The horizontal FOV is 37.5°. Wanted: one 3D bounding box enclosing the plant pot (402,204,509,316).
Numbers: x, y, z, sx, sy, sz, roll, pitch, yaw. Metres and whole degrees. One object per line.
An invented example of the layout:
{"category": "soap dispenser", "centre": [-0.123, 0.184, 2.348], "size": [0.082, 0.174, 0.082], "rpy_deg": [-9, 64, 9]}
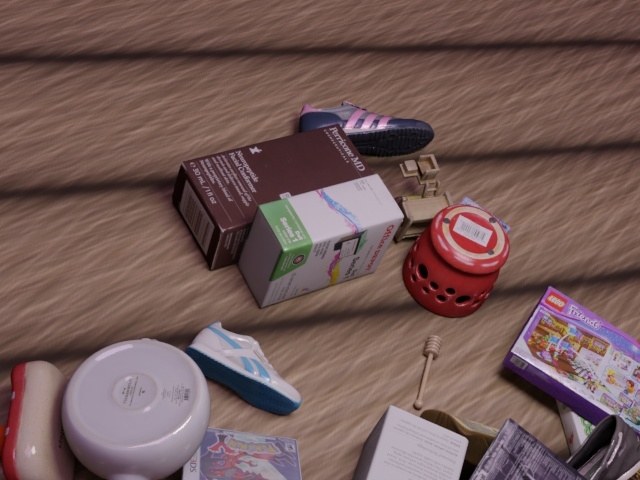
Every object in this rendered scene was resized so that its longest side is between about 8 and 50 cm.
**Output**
{"category": "plant pot", "centre": [0.282, 0.036, 1.936], "size": [0.191, 0.174, 0.191], "rpy_deg": [8, 54, -11]}

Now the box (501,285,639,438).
{"category": "box", "centre": [0.530, 0.244, 1.858], "size": [0.293, 0.057, 0.201], "rpy_deg": [33, 53, 11]}

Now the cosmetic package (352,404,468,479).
{"category": "cosmetic package", "centre": [0.140, 0.415, 1.609], "size": [0.151, 0.151, 0.184], "rpy_deg": [23, 51, 0]}

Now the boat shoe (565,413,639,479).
{"category": "boat shoe", "centre": [0.439, 0.439, 1.671], "size": [0.335, 0.112, 0.096], "rpy_deg": [-37, 107, -21]}

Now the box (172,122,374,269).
{"category": "box", "centre": [-0.088, -0.096, 1.941], "size": [0.381, 0.143, 0.191], "rpy_deg": [-18, 60, -30]}

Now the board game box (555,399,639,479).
{"category": "board game box", "centre": [0.570, 0.341, 1.868], "size": [0.192, 0.053, 0.305], "rpy_deg": [3, 53, -15]}

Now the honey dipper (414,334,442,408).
{"category": "honey dipper", "centre": [0.208, 0.257, 1.833], "size": [0.030, 0.030, 0.161], "rpy_deg": [20, 52, -2]}

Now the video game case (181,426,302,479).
{"category": "video game case", "centre": [-0.131, 0.380, 1.579], "size": [0.201, 0.023, 0.183], "rpy_deg": [11, 23, -11]}

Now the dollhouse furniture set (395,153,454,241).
{"category": "dollhouse furniture set", "centre": [0.169, -0.088, 2.020], "size": [0.181, 0.101, 0.161], "rpy_deg": [-7, 63, -20]}

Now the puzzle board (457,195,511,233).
{"category": "puzzle board", "centre": [0.357, -0.039, 2.121], "size": [0.128, 0.011, 0.096], "rpy_deg": [36, 51, 11]}

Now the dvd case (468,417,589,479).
{"category": "dvd case", "centre": [0.361, 0.430, 1.581], "size": [0.221, 0.018, 0.164], "rpy_deg": [38, 65, 1]}

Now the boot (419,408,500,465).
{"category": "boot", "centre": [0.298, 0.371, 1.733], "size": [0.165, 0.077, 0.213], "rpy_deg": [16, -2, -44]}

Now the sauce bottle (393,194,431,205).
{"category": "sauce bottle", "centre": [0.188, -0.078, 2.078], "size": [0.128, 0.042, 0.042], "rpy_deg": [-5, 55, -18]}

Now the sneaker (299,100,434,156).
{"category": "sneaker", "centre": [0.104, -0.267, 2.151], "size": [0.318, 0.112, 0.131], "rpy_deg": [-2, 57, -21]}

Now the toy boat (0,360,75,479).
{"category": "toy boat", "centre": [-0.482, 0.309, 1.519], "size": [0.151, 0.151, 0.231], "rpy_deg": [-11, 52, 10]}

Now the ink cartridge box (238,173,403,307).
{"category": "ink cartridge box", "centre": [0.000, 0.000, 1.851], "size": [0.278, 0.201, 0.117], "rpy_deg": [-16, 61, -28]}

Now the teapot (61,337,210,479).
{"category": "teapot", "centre": [-0.295, 0.296, 1.539], "size": [0.256, 0.187, 0.252], "rpy_deg": [-34, 56, -31]}

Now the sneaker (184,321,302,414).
{"category": "sneaker", "centre": [-0.128, 0.229, 1.710], "size": [0.228, 0.087, 0.092], "rpy_deg": [32, 49, 5]}
